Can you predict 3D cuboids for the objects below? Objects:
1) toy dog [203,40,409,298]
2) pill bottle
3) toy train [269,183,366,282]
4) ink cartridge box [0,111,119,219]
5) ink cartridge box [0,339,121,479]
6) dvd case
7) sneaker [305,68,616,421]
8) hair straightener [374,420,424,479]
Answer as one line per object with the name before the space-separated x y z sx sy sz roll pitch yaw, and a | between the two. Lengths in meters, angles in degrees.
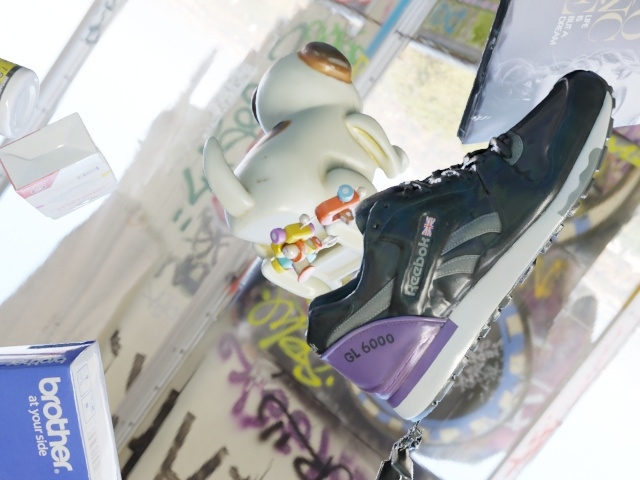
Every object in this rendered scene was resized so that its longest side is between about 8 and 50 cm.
toy dog | -0.032 -0.150 1.384 0.396 0.284 0.407 19 -126 -23
pill bottle | -0.311 -0.137 0.665 0.116 0.065 0.065 19 -172 -3
toy train | 0.000 0.000 0.936 0.046 0.125 0.166 60 162 19
ink cartridge box | -0.352 -0.095 1.059 0.067 0.115 0.198 61 170 6
ink cartridge box | -0.175 0.168 0.478 0.097 0.206 0.046 -5 -168 6
dvd case | 0.237 -0.163 0.673 0.221 0.164 0.018 -10 -134 -22
sneaker | 0.092 -0.016 0.551 0.124 0.283 0.107 33 -176 0
hair straightener | 0.143 0.335 1.225 0.047 0.089 0.230 43 -168 11
